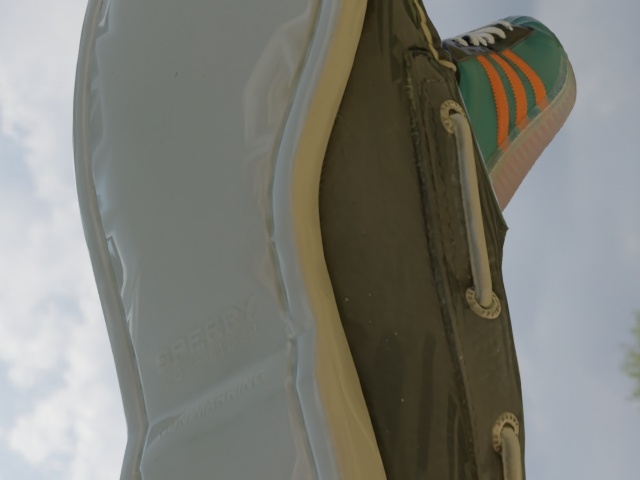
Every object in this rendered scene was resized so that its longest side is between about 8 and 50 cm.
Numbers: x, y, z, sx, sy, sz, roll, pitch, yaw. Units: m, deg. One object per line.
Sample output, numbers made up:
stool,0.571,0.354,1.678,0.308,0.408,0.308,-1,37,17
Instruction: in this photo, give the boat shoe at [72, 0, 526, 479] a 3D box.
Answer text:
boat shoe,0.000,0.000,0.479,0.099,0.116,0.319,19,-123,-44

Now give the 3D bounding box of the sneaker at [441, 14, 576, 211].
sneaker,0.093,-0.103,1.105,0.121,0.108,0.302,59,-146,-19
